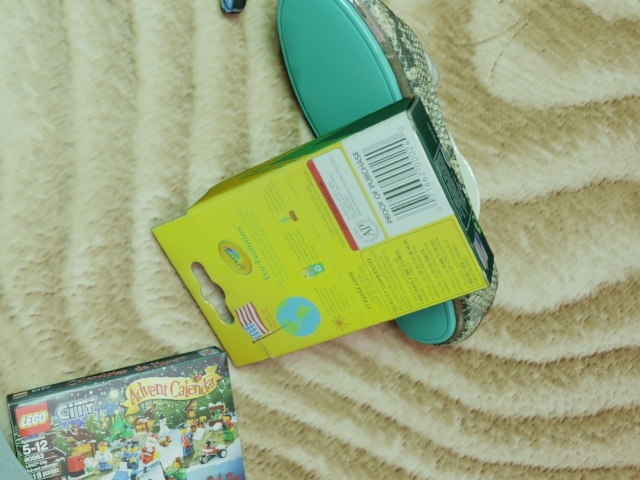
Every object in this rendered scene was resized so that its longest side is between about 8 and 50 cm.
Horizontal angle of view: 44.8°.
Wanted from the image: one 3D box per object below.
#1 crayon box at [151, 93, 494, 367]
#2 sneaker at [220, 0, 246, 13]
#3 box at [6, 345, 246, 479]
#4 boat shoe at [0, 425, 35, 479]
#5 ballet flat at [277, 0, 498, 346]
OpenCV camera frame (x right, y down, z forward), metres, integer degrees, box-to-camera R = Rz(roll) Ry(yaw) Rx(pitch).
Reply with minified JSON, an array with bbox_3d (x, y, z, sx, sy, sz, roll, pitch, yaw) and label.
[{"bbox_3d":[0.000,0.000,0.843,0.319,0.081,0.202,-21,107,23],"label":"crayon box"},{"bbox_3d":[-0.053,-0.333,0.870,0.078,0.067,0.188,32,77,-16],"label":"sneaker"},{"bbox_3d":[-0.207,0.220,0.850,0.233,0.044,0.159,-11,98,-23],"label":"box"},{"bbox_3d":[-0.358,0.215,0.746,0.302,0.094,0.109,58,27,1],"label":"boat shoe"},{"bbox_3d":[0.099,-0.107,0.926,0.182,0.164,0.482,-40,115,-40],"label":"ballet flat"}]
